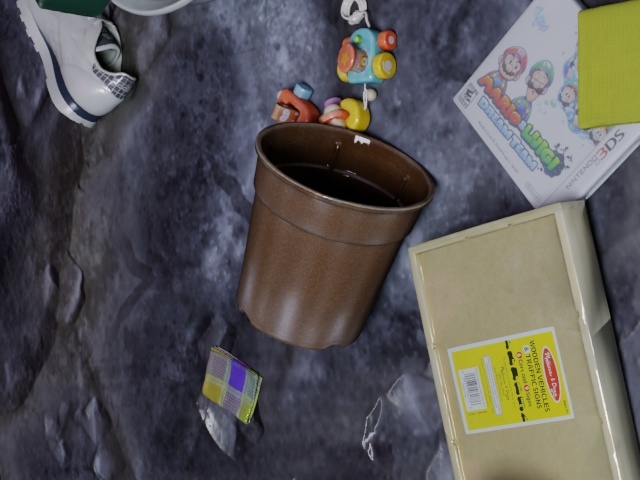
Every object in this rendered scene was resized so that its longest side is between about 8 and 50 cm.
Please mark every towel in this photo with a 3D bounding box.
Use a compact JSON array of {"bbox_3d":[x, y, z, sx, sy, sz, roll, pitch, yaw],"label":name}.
[{"bbox_3d":[-0.097,0.156,1.322,0.083,0.009,0.060,28,108,42],"label":"towel"},{"bbox_3d":[0.299,-0.144,0.909,0.237,0.021,0.102,-5,78,41],"label":"towel"}]

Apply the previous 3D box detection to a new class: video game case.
[{"bbox_3d":[0.196,-0.114,1.025,0.143,0.019,0.157,-51,57,32],"label":"video game case"}]

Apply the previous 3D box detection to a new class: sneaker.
[{"bbox_3d":[-0.293,-0.252,1.486,0.095,0.090,0.235,-37,68,24],"label":"sneaker"}]

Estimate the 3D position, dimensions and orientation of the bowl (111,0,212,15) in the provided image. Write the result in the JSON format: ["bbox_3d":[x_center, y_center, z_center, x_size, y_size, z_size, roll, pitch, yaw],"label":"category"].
[{"bbox_3d":[-0.115,-0.369,1.262,0.298,0.134,0.298,-2,88,45],"label":"bowl"}]

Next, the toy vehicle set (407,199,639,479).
[{"bbox_3d":[0.170,0.115,1.024,0.166,0.035,0.267,-17,82,43],"label":"toy vehicle set"}]

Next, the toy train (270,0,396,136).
[{"bbox_3d":[0.005,-0.155,1.199,0.125,0.046,0.166,50,123,33],"label":"toy train"}]

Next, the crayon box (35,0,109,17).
[{"bbox_3d":[-0.213,-0.406,1.209,0.318,0.081,0.202,-49,57,32],"label":"crayon box"}]

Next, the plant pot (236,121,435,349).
[{"bbox_3d":[0.000,0.000,1.130,0.167,0.167,0.165,41,124,38],"label":"plant pot"}]
